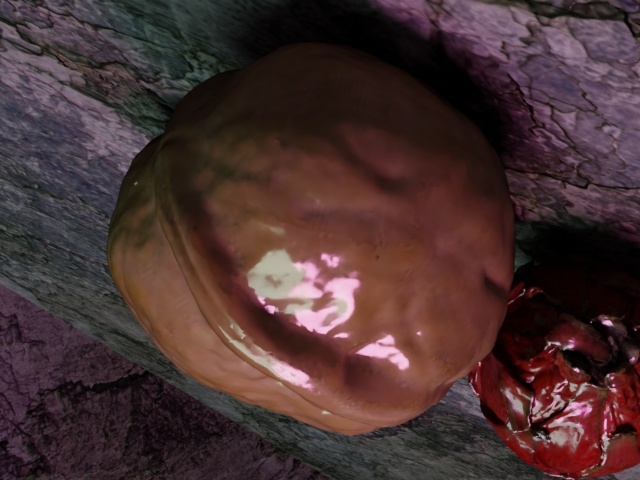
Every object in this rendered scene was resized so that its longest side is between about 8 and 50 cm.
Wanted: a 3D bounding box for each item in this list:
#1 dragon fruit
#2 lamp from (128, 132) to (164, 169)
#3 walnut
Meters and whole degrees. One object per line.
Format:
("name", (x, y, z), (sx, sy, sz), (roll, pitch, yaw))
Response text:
("dragon fruit", (0.270, 0.135, 1.322), (0.244, 0.244, 0.299), (17, 171, 17))
("lamp", (-0.131, -0.068, 1.417), (0.181, 0.140, 0.182), (3, 163, 1))
("walnut", (0.000, 0.000, 1.132), (0.381, 0.381, 0.381), (21, 163, 7))
